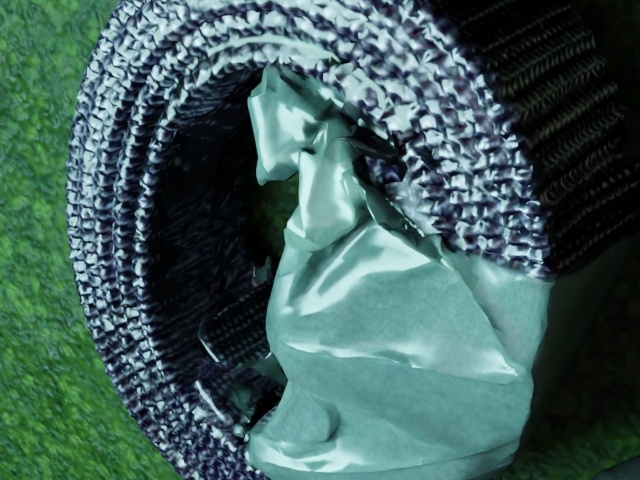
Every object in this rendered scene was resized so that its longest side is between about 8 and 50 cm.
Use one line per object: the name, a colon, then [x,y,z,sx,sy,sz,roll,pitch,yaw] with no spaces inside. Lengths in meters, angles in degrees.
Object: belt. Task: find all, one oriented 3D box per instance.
belt: [0.000,0.000,0.556,0.260,0.122,0.325,33,127,19]

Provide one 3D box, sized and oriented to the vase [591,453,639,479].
vase: [0.203,0.163,0.524,0.182,0.120,0.120,16,122,8]
